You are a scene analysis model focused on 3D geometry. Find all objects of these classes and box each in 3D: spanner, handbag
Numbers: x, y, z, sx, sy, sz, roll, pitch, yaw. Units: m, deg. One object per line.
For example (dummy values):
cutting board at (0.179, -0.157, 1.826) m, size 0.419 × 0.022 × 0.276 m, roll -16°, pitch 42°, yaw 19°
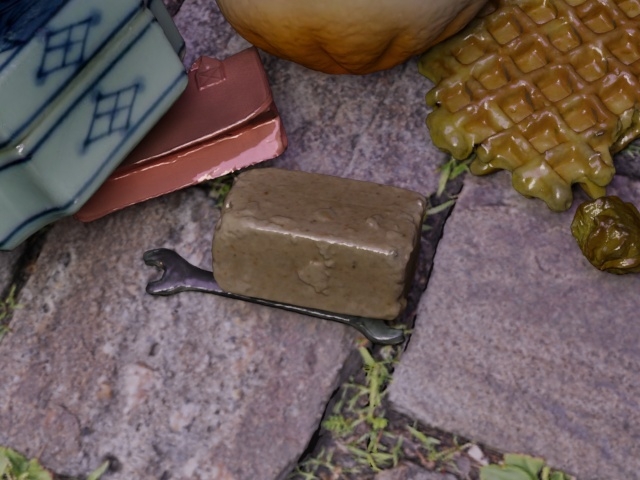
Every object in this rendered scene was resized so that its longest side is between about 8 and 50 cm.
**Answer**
spanner at (-0.044, 0.050, 1.464) m, size 0.254 × 0.015 × 0.054 m, roll 12°, pitch 60°, yaw 9°
handbag at (-0.146, -0.106, 1.502) m, size 0.212 × 0.059 × 0.157 m, roll -19°, pitch 35°, yaw 0°

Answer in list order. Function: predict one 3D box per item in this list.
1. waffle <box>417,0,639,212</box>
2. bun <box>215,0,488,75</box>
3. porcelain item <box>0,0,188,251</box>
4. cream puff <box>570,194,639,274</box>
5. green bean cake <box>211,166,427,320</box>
waffle at (0.245, -0.161, 1.567) m, size 0.281 × 0.058 × 0.301 m, roll 28°, pitch 63°, yaw 20°
bun at (0.042, -0.249, 1.552) m, size 0.298 × 0.165 × 0.299 m, roll -8°, pitch 23°, yaw 3°
porcelain item at (-0.283, -0.139, 1.442) m, size 0.281 × 0.157 × 0.286 m, roll 6°, pitch 49°, yaw 49°
cream puff at (0.266, -0.002, 1.468) m, size 0.083 × 0.083 × 0.058 m, roll 49°, pitch 115°, yaw 16°
green bean cake at (0.000, 0.000, 1.438) m, size 0.179 × 0.085 × 0.109 m, roll 11°, pitch 36°, yaw 9°
